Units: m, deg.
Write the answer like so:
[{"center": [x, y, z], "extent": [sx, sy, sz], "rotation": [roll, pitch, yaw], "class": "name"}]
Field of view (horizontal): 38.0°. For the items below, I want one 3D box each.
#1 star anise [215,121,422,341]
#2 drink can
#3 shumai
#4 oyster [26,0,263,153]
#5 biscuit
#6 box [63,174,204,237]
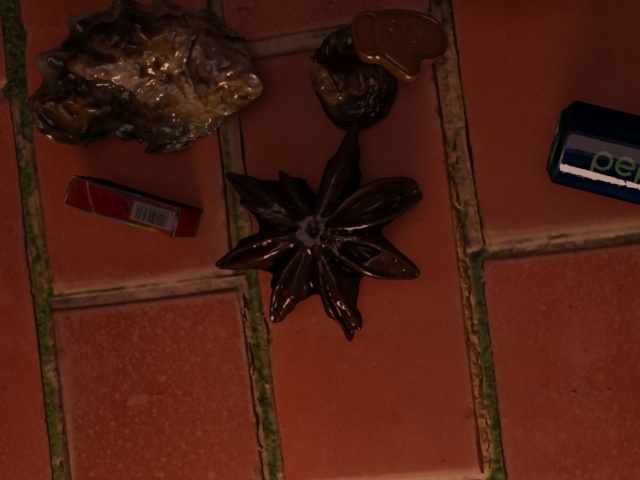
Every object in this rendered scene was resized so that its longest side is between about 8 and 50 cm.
[{"center": [-0.006, -0.018, 1.324], "extent": [0.315, 0.108, 0.316], "rotation": [0, 89, 13], "class": "star anise"}, {"center": [0.412, -0.110, 1.241], "extent": [0.204, 0.118, 0.118], "rotation": [15, 93, 11], "class": "drink can"}, {"center": [0.046, -0.226, 1.326], "extent": [0.123, 0.105, 0.139], "rotation": [-10, 114, 7], "class": "shumai"}, {"center": [-0.250, -0.244, 1.361], "extent": [0.351, 0.115, 0.238], "rotation": [7, 91, 10], "class": "oyster"}, {"center": [0.114, -0.276, 1.307], "extent": [0.140, 0.023, 0.118], "rotation": [-7, 66, -15], "class": "biscuit"}, {"center": [-0.272, -0.048, 1.367], "extent": [0.175, 0.112, 0.048], "rotation": [17, 94, 11], "class": "box"}]
